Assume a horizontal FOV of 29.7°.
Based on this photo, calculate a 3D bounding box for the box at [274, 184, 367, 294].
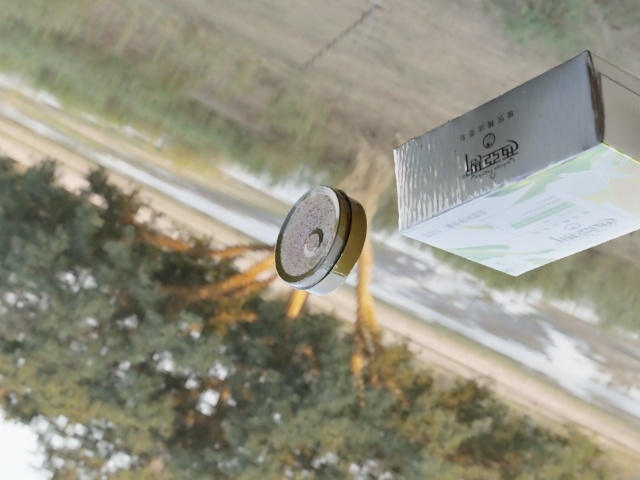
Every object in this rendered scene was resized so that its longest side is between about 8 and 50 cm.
[{"bbox_3d":[0.000,0.000,1.164,0.037,0.105,0.105,23,177,-32],"label":"box"}]

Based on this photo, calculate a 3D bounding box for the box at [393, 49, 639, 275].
[{"bbox_3d":[0.233,-0.069,1.232,0.194,0.111,0.260,18,148,-38],"label":"box"}]
